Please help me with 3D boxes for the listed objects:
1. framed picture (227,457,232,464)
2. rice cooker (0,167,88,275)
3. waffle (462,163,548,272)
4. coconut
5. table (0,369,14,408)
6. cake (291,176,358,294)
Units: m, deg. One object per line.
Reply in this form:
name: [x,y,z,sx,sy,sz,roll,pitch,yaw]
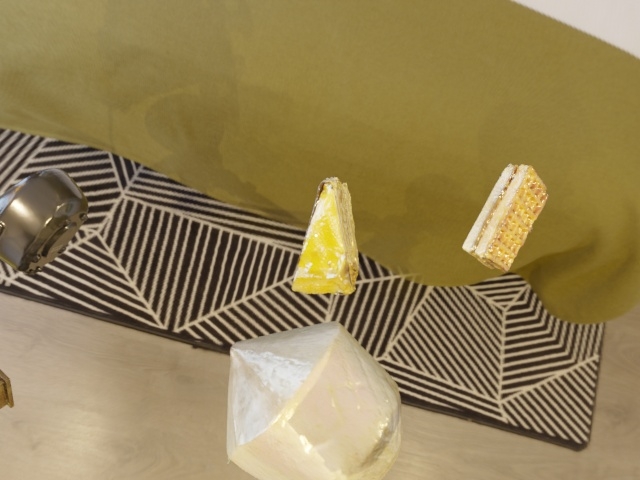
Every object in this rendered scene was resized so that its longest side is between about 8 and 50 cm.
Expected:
framed picture: [-0.129,0.451,1.347,0.018,0.293,0.231,40,34,18]
rice cooker: [-0.496,-0.031,0.880,0.118,0.142,0.203,43,106,-4]
waffle: [0.277,-0.032,0.751,0.102,0.042,0.148,26,92,-47]
coconut: [-0.029,0.284,0.876,0.328,0.329,0.329,2,79,-10]
table: [-0.392,0.162,0.537,0.083,0.070,0.082,39,45,10]
cake: [0.002,-0.001,0.822,0.116,0.079,0.185,-16,90,25]
